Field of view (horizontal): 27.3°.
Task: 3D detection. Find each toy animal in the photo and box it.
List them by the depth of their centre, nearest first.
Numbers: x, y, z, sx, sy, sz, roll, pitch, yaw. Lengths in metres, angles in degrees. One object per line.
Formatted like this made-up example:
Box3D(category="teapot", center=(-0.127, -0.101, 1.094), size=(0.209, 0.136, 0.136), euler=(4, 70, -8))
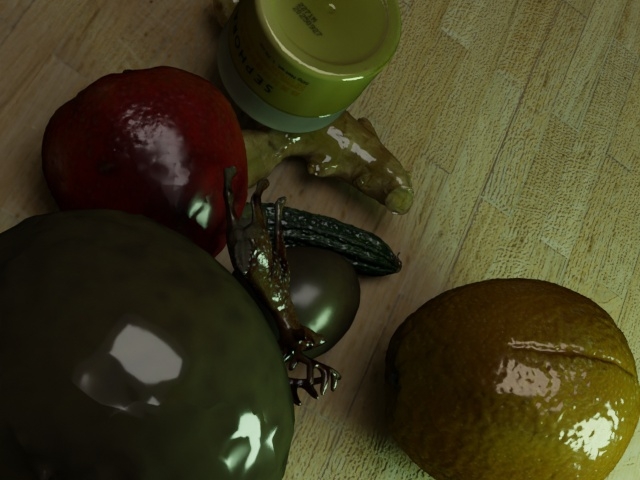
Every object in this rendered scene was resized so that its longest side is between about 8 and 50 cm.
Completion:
Box3D(category="toy animal", center=(-0.067, 0.058, 1.647), size=(0.243, 0.087, 0.259), euler=(44, 33, -51))

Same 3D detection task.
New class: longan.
Box3D(category="longan", center=(-0.241, 0.175, 1.494), size=(0.436, 0.404, 0.404), euler=(45, 53, 13))
Box3D(category="longan", center=(-0.036, 0.084, 1.816), size=(0.189, 0.189, 0.189), euler=(12, 63, -25))

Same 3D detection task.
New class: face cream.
Box3D(category="face cream", center=(-0.018, -0.285, 1.859), size=(0.218, 0.179, 0.218), euler=(8, 68, -20))

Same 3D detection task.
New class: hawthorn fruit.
Box3D(category="hawthorn fruit", center=(-0.222, -0.073, 1.728), size=(0.265, 0.265, 0.307), euler=(-14, 90, -34))

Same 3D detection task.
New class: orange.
Box3D(category="orange", center=(0.260, 0.211, 1.841), size=(0.357, 0.322, 0.322), euler=(7, 65, -20))

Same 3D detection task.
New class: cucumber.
Box3D(category="cucumber", center=(0.000, -0.001, 1.935), size=(0.265, 0.077, 0.077), euler=(13, 63, -27))

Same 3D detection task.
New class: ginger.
Box3D(category="ginger", center=(-0.022, -0.202, 1.996), size=(0.348, 0.122, 0.363), euler=(17, 55, -25))
